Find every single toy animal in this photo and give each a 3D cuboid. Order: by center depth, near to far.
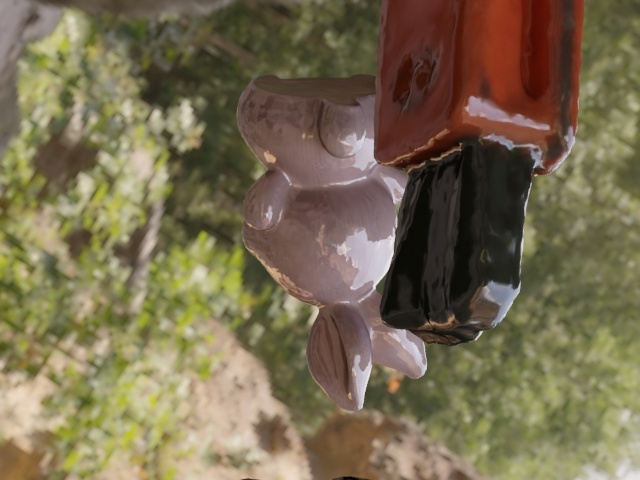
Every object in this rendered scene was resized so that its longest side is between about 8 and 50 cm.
[{"bbox_3d":[-0.001,0.000,1.044,0.124,0.124,0.212,-48,138,-76],"label":"toy animal"}]

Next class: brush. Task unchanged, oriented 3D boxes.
[{"bbox_3d":[0.058,-0.125,0.538,0.070,0.051,0.323,157,-60,-66],"label":"brush"}]

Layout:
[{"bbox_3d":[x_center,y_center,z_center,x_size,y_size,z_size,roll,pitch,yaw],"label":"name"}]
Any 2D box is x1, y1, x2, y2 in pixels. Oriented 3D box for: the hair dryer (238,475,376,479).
[{"bbox_3d":[-0.004,0.142,0.804,0.248,0.114,0.070,7,-96,57],"label":"hair dryer"}]
